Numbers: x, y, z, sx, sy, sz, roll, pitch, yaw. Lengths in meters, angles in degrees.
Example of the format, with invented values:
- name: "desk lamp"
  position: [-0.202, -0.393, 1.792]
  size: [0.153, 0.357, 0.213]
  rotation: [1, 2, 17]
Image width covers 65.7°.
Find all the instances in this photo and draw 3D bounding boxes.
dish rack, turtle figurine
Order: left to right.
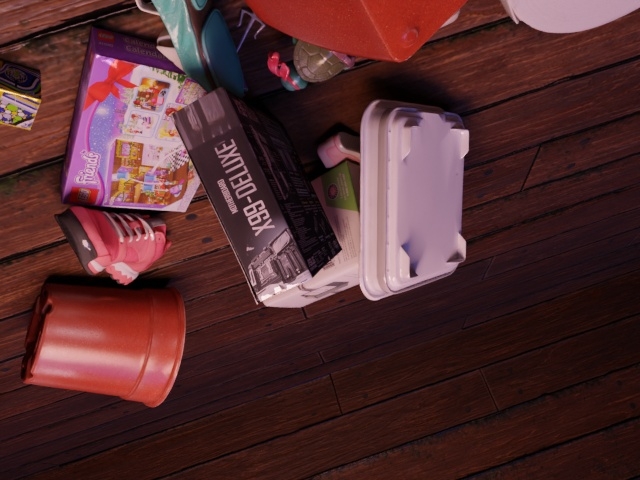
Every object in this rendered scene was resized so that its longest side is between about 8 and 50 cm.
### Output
- name: "turtle figurine"
  position: [0.008, -0.273, 0.652]
  size: [0.234, 0.118, 0.175]
  rotation: [-38, 147, 20]
- name: "dish rack"
  position: [0.179, -0.071, 0.866]
  size: [0.072, 0.333, 0.285]
  rotation: [7, -168, 43]

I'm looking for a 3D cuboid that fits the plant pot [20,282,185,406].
- name: "plant pot"
  position: [-0.472, 0.212, 1.068]
  size: [0.265, 0.272, 0.272]
  rotation: [15, 137, -35]

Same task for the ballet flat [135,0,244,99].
- name: "ballet flat"
  position: [-0.163, -0.264, 0.582]
  size: [0.087, 0.083, 0.247]
  rotation: [5, 144, 16]

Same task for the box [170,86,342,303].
- name: "box"
  position: [-0.067, -0.063, 0.706]
  size: [0.076, 0.243, 0.307]
  rotation: [-25, -179, 10]

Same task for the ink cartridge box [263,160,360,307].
- name: "ink cartridge box"
  position: [0.000, 0.000, 0.977]
  size: [0.272, 0.199, 0.114]
  rotation: [-26, 156, 36]

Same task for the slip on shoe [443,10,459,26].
- name: "slip on shoe"
  position: [0.137, -0.313, 0.715]
  size: [0.135, 0.051, 0.041]
  rotation: [-26, 156, 6]

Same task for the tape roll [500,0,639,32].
- name: "tape roll"
  position: [0.397, -0.447, 0.622]
  size: [0.391, 0.072, 0.392]
  rotation: [-15, 152, -8]

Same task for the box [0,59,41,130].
- name: "box"
  position: [-0.429, -0.189, 0.584]
  size: [0.168, 0.054, 0.059]
  rotation: [8, 142, -41]

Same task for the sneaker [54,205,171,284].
- name: "sneaker"
  position: [-0.346, -0.014, 0.868]
  size: [0.136, 0.116, 0.314]
  rotation: [-32, 174, -10]

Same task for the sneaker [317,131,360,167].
- name: "sneaker"
  position: [0.046, -0.162, 0.931]
  size: [0.070, 0.051, 0.134]
  rotation: [-22, 161, 33]

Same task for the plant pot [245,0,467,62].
- name: "plant pot"
  position: [0.030, -0.310, 0.396]
  size: [0.267, 0.236, 0.267]
  rotation: [-44, 146, 8]

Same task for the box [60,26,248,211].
- name: "box"
  position: [-0.259, -0.155, 0.742]
  size: [0.200, 0.057, 0.293]
  rotation: [2, 145, -35]
